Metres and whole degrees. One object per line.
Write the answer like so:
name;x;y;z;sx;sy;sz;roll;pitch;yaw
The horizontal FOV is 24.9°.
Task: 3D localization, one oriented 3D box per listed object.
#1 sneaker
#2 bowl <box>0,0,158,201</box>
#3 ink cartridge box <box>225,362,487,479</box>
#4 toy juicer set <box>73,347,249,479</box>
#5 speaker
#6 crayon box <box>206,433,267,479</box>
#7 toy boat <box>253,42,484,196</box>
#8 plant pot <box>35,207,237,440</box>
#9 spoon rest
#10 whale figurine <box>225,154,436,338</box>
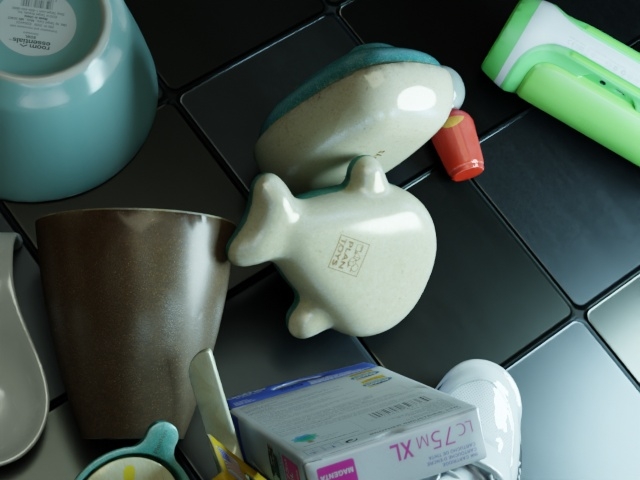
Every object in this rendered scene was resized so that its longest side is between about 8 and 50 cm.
sneaker;0.155;0.270;1.512;0.137;0.210;0.365;21;63;-2
bowl;-0.335;-0.218;1.660;0.312;0.163;0.311;4;64;-9
ink cartridge box;0.022;0.194;1.497;0.186;0.311;0.065;-15;101;-18
toy juicer set;-0.171;0.292;1.446;0.329;0.089;0.209;-41;113;-11
speaker;0.355;-0.187;1.810;0.296;0.131;0.131;31;63;3
crayon box;-0.037;0.362;1.390;0.083;0.203;0.323;-37;43;7
toy boat;0.069;-0.147;1.700;0.318;0.267;0.148;0;65;-46
plant pot;-0.198;0.096;1.539;0.215;0.215;0.230;2;82;-11
spoon rest;-0.357;0.108;1.549;0.137;0.084;0.276;3;65;-11
whale figurine;0.000;0.000;1.603;0.272;0.141;0.216;17;97;-40
